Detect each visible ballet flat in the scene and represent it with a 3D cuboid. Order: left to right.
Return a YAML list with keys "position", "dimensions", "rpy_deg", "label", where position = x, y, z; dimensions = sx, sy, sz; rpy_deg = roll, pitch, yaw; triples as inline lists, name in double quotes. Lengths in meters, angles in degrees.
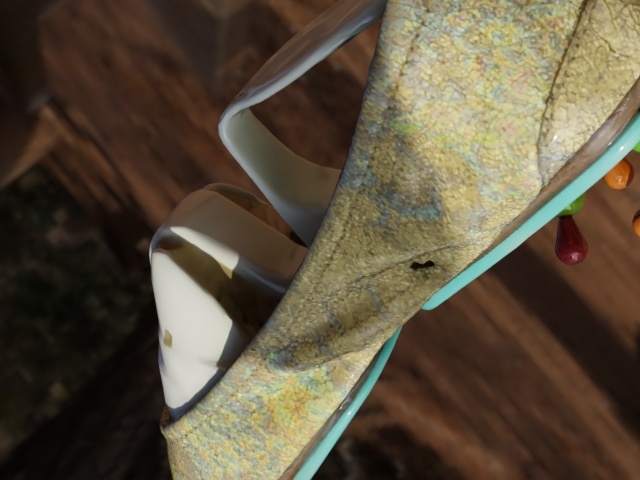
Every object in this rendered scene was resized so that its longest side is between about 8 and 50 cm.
- position: [0.000, 0.000, 0.703]
  dimensions: [0.123, 0.123, 0.348]
  rpy_deg: [50, 137, 11]
  label: "ballet flat"

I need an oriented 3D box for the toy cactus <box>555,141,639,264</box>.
- position: [0.180, -0.097, 1.137]
  dimensions: [0.219, 0.112, 0.180]
  rpy_deg: [115, 151, -59]
  label: "toy cactus"
